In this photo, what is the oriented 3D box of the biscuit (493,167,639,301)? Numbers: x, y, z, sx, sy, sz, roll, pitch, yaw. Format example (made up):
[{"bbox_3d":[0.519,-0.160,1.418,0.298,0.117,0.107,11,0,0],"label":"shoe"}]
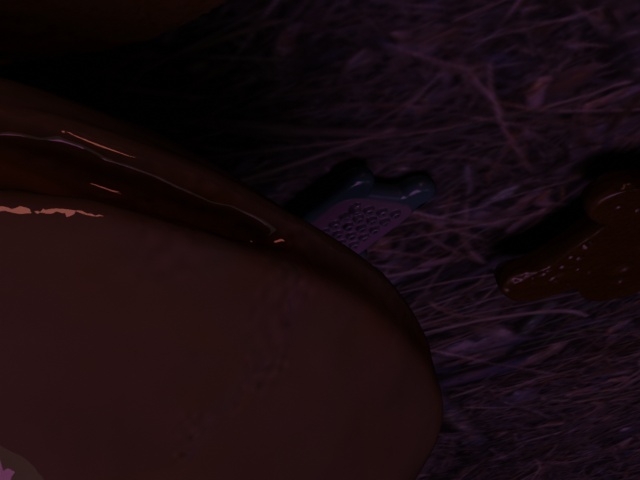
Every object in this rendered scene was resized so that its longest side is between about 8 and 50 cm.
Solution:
[{"bbox_3d":[0.204,-0.022,0.949,0.138,0.031,0.205,1,150,-33],"label":"biscuit"}]

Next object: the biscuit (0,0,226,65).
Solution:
[{"bbox_3d":[-0.113,-0.124,0.535,0.225,0.042,0.226,-8,159,-3],"label":"biscuit"}]

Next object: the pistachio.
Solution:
[{"bbox_3d":[-0.158,0.074,0.677,0.445,0.281,0.365,16,140,-29],"label":"pistachio"}]

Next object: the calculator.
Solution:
[{"bbox_3d":[0.000,0.000,0.895,0.094,0.019,0.141,5,148,-42],"label":"calculator"}]
